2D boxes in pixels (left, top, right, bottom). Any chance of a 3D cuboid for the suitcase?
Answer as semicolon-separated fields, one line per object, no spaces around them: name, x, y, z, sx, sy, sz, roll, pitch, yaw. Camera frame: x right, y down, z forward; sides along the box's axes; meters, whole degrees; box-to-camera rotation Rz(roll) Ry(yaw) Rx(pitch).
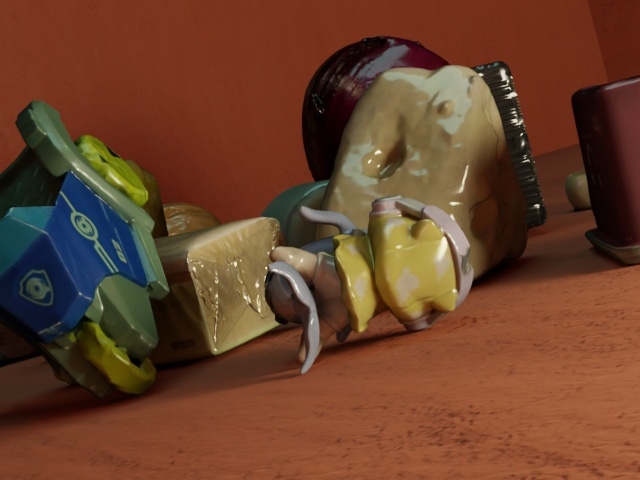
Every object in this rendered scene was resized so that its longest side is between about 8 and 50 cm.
suitcase;0.190;-0.113;2.129;0.152;0.229;0.335;-16;3;-3

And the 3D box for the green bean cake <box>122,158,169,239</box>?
green bean cake;-0.284;0.021;2.002;0.124;0.236;0.233;-14;4;-36

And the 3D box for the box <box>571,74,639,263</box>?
box;0.345;-0.086;1.548;0.193;0.167;0.294;-13;4;3

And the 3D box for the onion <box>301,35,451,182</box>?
onion;0.095;-0.124;2.573;0.385;0.348;0.348;-54;11;-9

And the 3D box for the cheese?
cheese;0.114;-0.015;1.670;0.174;0.251;0.248;2;48;30

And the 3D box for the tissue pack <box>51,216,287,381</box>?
tissue pack;-0.163;0.062;1.682;0.234;0.125;0.159;-12;7;36

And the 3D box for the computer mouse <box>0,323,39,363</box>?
computer mouse;-0.471;0.121;2.240;0.389;0.115;0.199;-16;6;-6

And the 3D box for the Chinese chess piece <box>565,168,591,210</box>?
Chinese chess piece;0.395;-0.079;2.192;0.122;0.051;0.122;-14;3;1

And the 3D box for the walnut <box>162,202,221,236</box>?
walnut;-0.234;0.022;2.441;0.197;0.165;0.165;-8;2;-13

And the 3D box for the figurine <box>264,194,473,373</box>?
figurine;0.033;0.033;1.369;0.184;0.128;0.208;-10;14;34

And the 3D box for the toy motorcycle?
toy motorcycle;-0.262;0.013;1.517;0.191;0.200;0.326;-44;37;5

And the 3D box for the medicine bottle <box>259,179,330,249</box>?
medicine bottle;0.000;0.000;1.883;0.139;0.139;0.225;-16;4;-14
